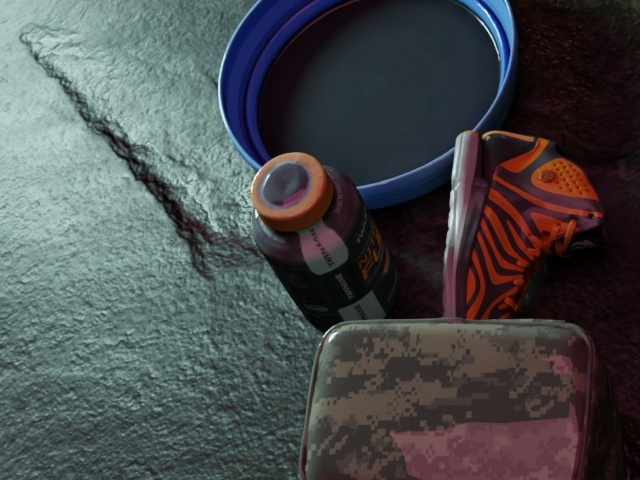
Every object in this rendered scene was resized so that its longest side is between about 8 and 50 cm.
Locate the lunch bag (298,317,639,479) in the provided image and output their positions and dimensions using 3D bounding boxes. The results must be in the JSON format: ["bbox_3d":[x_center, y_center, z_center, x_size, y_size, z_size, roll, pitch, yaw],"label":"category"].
[{"bbox_3d":[0.158,0.219,1.509,0.305,0.256,0.212,-3,62,19],"label":"lunch bag"}]

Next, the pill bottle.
[{"bbox_3d":[0.000,0.000,1.703,0.130,0.245,0.130,-9,58,15],"label":"pill bottle"}]

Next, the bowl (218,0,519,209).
[{"bbox_3d":[0.065,-0.210,1.911,0.391,0.077,0.391,-9,58,15],"label":"bowl"}]

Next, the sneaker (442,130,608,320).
[{"bbox_3d":[0.231,0.024,1.683,0.180,0.124,0.321,4,73,8],"label":"sneaker"}]
